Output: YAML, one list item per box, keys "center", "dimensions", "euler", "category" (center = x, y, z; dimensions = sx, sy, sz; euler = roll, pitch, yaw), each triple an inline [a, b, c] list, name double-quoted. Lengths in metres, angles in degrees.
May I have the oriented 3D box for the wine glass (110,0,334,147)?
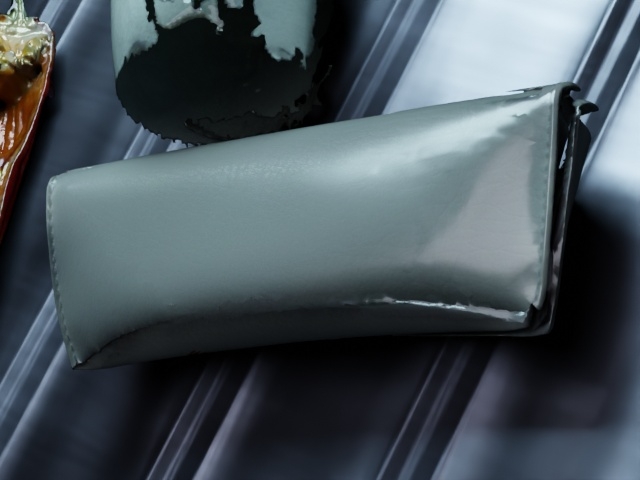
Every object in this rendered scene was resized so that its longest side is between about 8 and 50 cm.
- center: [-0.055, -0.213, 1.004]
  dimensions: [0.143, 0.143, 0.321]
  euler: [-13, 62, 26]
  category: "wine glass"

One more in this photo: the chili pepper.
- center: [-0.204, -0.070, 1.078]
  dimensions: [0.050, 0.059, 0.268]
  euler: [140, 139, -59]
  category: "chili pepper"

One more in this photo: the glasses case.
- center: [0.000, 0.002, 0.890]
  dimensions: [0.308, 0.083, 0.128]
  euler: [-7, 68, 29]
  category: "glasses case"
